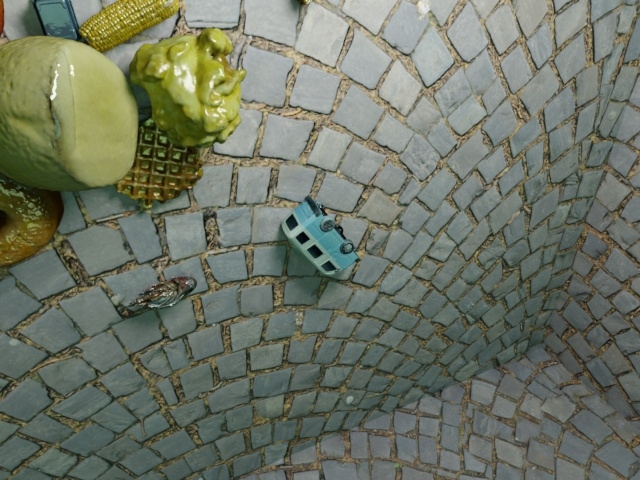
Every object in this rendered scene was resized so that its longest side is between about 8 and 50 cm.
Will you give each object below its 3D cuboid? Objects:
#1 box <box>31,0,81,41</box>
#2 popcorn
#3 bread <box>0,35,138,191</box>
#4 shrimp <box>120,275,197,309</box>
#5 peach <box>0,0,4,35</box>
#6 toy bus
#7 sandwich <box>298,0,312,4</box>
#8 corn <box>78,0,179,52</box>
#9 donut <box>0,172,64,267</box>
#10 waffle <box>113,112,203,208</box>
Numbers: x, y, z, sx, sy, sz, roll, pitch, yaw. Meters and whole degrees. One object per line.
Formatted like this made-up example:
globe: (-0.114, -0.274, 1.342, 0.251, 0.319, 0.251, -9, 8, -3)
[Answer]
box: (-0.556, -0.466, 0.935, 0.074, 0.054, 0.099, -15, 126, -16)
popcorn: (-0.293, -0.348, 1.043, 0.242, 0.234, 0.249, -11, 117, 6)
bread: (-0.553, -0.259, 0.939, 0.320, 0.238, 0.320, 16, 90, -74)
shrimp: (-0.489, 0.171, 1.359, 0.233, 0.090, 0.079, -20, 161, -28)
peach: (-0.689, -0.433, 0.776, 0.231, 0.231, 0.230, -14, 125, -20)
toy bus: (0.000, 0.000, 1.482, 0.165, 0.133, 0.271, -38, 127, 5)
sandwich: (-0.041, -0.703, 1.046, 0.186, 0.065, 0.214, -42, 130, 2)
corn: (-0.417, -0.494, 0.975, 0.238, 0.080, 0.080, -30, 129, -4)
donut: (-0.781, -0.066, 1.017, 0.317, 0.150, 0.299, -37, 127, -2)
waffle: (-0.445, -0.204, 1.171, 0.238, 0.058, 0.243, -37, 128, 2)
